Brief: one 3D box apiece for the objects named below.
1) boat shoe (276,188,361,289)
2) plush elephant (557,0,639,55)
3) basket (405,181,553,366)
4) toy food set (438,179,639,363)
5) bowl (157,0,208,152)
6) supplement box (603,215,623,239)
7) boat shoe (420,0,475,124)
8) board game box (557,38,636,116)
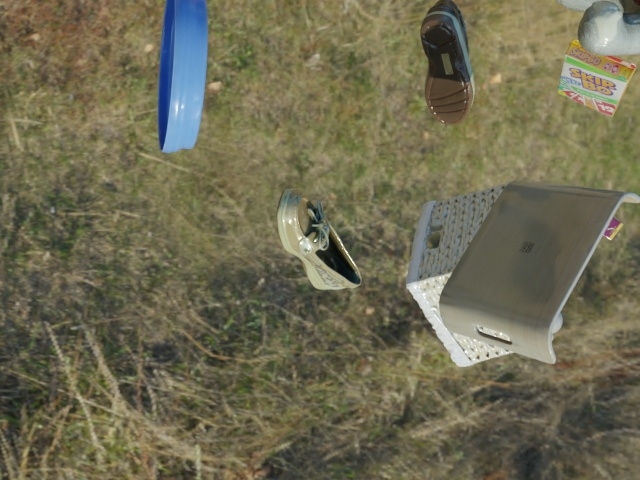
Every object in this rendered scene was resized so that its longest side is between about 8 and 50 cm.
[{"bbox_3d":[0.000,0.000,1.532,0.285,0.089,0.104,56,45,-52],"label":"boat shoe"},{"bbox_3d":[0.480,-0.368,1.002,0.272,0.330,0.255,-70,169,-57],"label":"plush elephant"},{"bbox_3d":[0.419,0.085,2.051,0.331,0.266,0.328,56,35,-29],"label":"basket"},{"bbox_3d":[0.352,0.036,1.308,0.092,0.219,0.306,45,71,-35],"label":"toy food set"},{"bbox_3d":[-0.322,-0.397,1.877,0.077,0.391,0.391,3,88,-16],"label":"bowl"},{"bbox_3d":[0.568,-0.045,1.661,0.083,0.055,0.043,28,109,-12],"label":"supplement box"},{"bbox_3d":[0.244,-0.333,1.509,0.257,0.095,0.095,76,25,-51],"label":"boat shoe"},{"bbox_3d":[0.528,-0.311,1.564,0.039,0.124,0.259,-61,165,-3],"label":"board game box"}]
